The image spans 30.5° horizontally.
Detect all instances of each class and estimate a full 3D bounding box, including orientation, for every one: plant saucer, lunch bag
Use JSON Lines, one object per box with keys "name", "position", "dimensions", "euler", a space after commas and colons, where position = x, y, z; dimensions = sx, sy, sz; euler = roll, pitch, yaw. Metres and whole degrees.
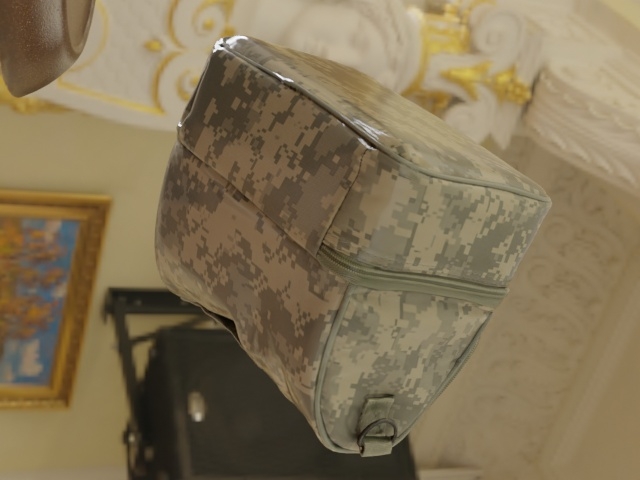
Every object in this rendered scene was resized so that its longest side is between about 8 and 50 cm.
{"name": "plant saucer", "position": [-0.203, -0.264, 0.915], "dimensions": [0.310, 0.050, 0.310], "euler": [-173, -90, -85]}
{"name": "lunch bag", "position": [0.000, 0.000, 0.977], "dimensions": [0.305, 0.212, 0.256], "euler": [40, -70, 44]}
